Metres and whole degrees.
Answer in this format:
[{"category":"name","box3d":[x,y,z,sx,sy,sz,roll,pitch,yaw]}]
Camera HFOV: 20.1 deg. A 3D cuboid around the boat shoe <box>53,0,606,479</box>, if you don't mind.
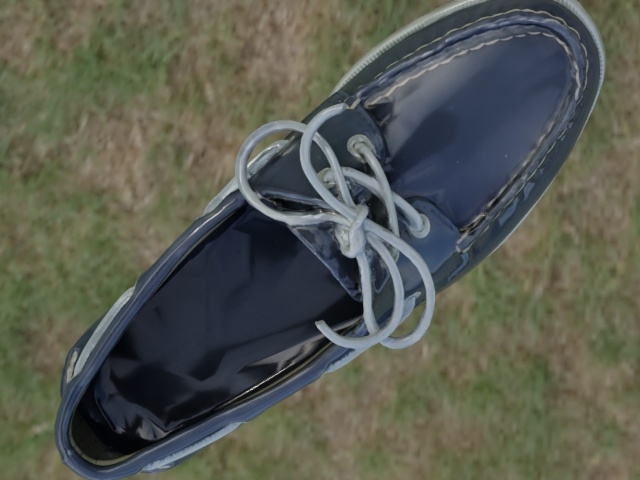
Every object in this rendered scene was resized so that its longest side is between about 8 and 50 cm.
[{"category":"boat shoe","box3d":[0.000,0.000,0.671,0.254,0.079,0.095,-35,95,12]}]
